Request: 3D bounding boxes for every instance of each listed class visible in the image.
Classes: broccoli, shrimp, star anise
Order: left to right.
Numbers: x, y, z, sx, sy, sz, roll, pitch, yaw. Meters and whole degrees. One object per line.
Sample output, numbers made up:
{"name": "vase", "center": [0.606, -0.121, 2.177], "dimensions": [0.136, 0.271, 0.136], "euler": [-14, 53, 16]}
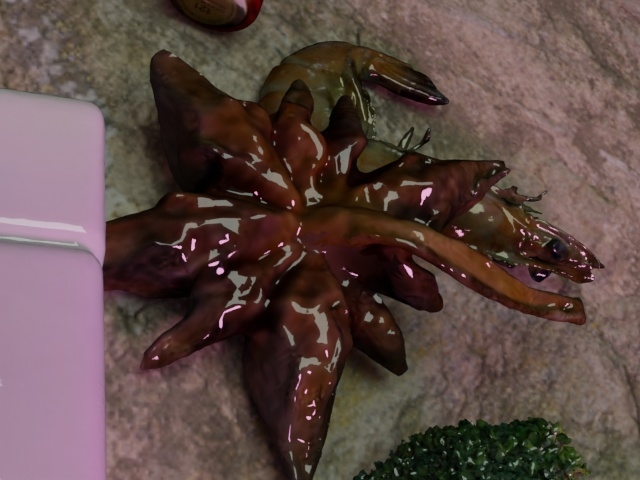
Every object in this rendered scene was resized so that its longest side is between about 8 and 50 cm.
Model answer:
{"name": "star anise", "center": [-0.002, 0.002, 0.928], "dimensions": [0.349, 0.109, 0.292], "euler": [44, 77, 1]}
{"name": "shrimp", "center": [0.092, -0.066, 1.060], "dimensions": [0.296, 0.058, 0.169], "euler": [24, 53, -7]}
{"name": "broccoli", "center": [0.112, 0.220, 0.856], "dimensions": [0.194, 0.194, 0.220], "euler": [18, 19, -15]}

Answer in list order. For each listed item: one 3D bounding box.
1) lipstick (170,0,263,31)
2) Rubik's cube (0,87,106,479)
{"name": "lipstick", "center": [-0.053, -0.274, 1.090], "dimensions": [0.080, 0.080, 0.241], "euler": [25, 55, -11]}
{"name": "Rubik's cube", "center": [-0.283, 0.122, 0.616], "dimensions": [0.315, 0.322, 0.319], "euler": [6, 62, -23]}
